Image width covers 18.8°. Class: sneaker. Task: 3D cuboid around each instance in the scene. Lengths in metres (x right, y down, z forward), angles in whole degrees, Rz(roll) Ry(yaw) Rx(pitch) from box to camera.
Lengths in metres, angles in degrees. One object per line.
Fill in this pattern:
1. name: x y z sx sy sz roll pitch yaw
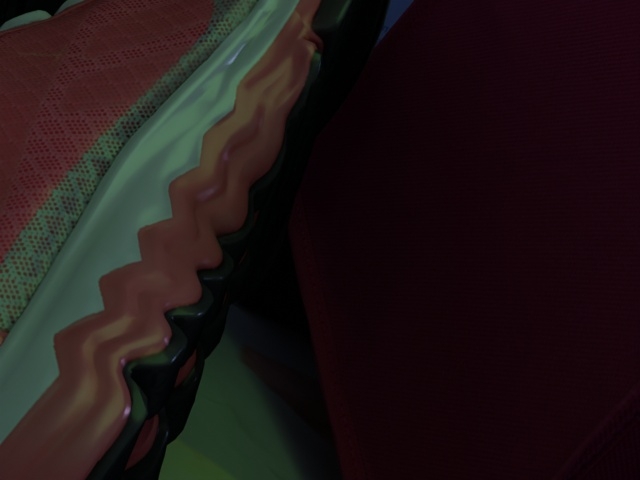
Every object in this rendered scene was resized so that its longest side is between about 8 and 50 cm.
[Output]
1. sneaker: -0.078 -0.025 0.534 0.136 0.116 0.314 23 38 3

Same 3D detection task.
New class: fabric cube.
1. fabric cube: 0.173 0.010 0.694 0.258 0.259 0.254 25 32 -28

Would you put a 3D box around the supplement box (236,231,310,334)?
1. supplement box: 0.000 0.000 0.848 0.083 0.056 0.083 25 17 -27

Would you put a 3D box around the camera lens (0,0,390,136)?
1. camera lens: -0.112 -0.145 0.762 0.219 0.219 0.274 21 19 -37

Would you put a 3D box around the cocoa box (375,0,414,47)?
1. cocoa box: 0.118 -0.125 0.962 0.347 0.231 0.228 17 41 -21
